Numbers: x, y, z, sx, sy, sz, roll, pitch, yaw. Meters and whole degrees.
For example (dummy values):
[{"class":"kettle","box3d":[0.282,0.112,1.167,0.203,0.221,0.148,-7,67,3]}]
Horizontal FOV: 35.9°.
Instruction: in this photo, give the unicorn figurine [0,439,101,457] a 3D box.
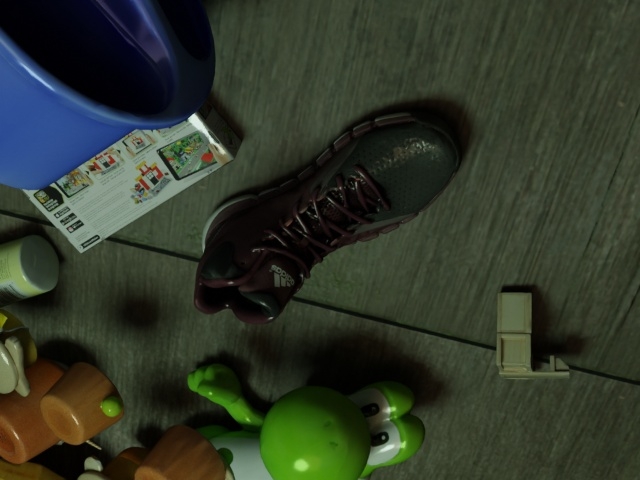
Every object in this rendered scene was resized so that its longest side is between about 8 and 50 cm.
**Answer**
[{"class":"unicorn figurine","box3d":[-0.355,0.231,1.158,0.161,0.111,0.060,-8,94,40]}]

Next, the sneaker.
[{"class":"sneaker","box3d":[0.000,0.000,0.885,0.281,0.163,0.106,-28,114,26]}]

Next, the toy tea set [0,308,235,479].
[{"class":"toy tea set","box3d":[-0.222,0.184,1.025,0.336,0.124,0.200,29,133,20]}]

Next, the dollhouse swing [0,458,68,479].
[{"class":"dollhouse swing","box3d":[-0.347,0.465,1.167,0.346,0.315,0.305,-23,145,29]}]

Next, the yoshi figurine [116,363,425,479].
[{"class":"yoshi figurine","box3d":[-0.072,0.237,1.043,0.362,0.203,0.204,-28,108,22]}]

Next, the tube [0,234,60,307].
[{"class":"tube","box3d":[-0.390,0.052,1.062,0.240,0.070,0.062,-17,159,24]}]

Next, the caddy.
[{"class":"caddy","box3d":[-0.230,-0.209,0.745,0.179,0.241,0.341,-32,110,34]}]

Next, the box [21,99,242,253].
[{"class":"box","box3d":[-0.190,-0.079,0.945,0.207,0.036,0.114,-28,114,25]}]

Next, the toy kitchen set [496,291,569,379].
[{"class":"toy kitchen set","box3d":[0.214,0.099,0.991,0.068,0.075,0.083,0,163,15]}]
